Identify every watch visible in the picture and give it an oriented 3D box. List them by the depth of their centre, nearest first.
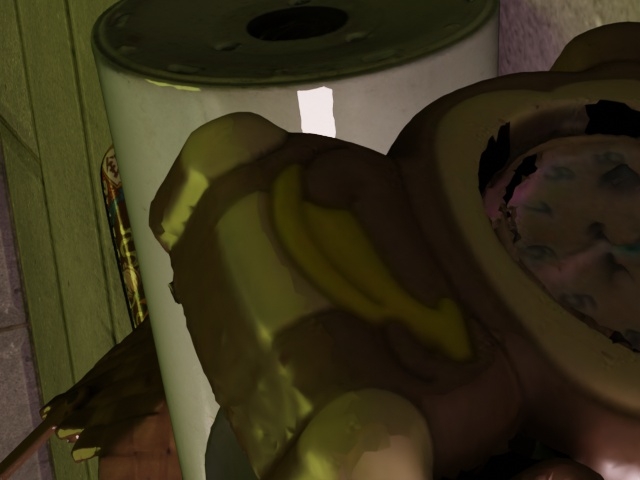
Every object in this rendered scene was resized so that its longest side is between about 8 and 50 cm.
[{"bbox_3d":[0.079,0.109,0.736,0.327,0.335,0.314,108,146,-40],"label":"watch"}]

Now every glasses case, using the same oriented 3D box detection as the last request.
[{"bbox_3d":[-0.146,0.036,1.701,0.082,0.122,0.321,150,107,-73],"label":"glasses case"}]

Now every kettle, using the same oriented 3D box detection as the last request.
[{"bbox_3d":[0.000,0.000,1.117,0.361,0.250,0.376,-92,-4,-64],"label":"kettle"}]

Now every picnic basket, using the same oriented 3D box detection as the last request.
[{"bbox_3d":[-0.160,0.242,1.517,0.254,0.321,0.291,46,171,-18],"label":"picnic basket"}]
